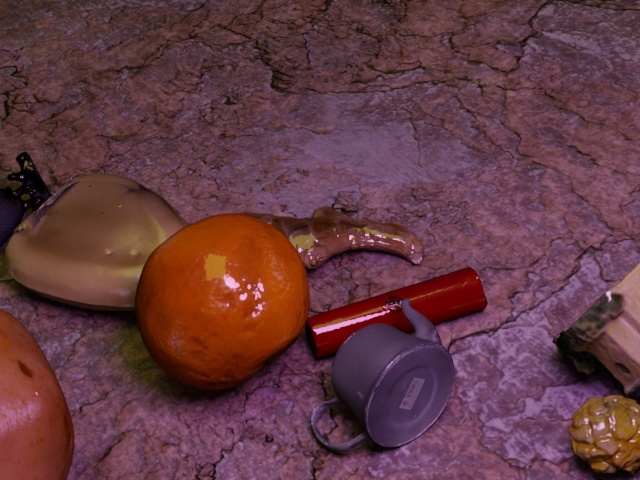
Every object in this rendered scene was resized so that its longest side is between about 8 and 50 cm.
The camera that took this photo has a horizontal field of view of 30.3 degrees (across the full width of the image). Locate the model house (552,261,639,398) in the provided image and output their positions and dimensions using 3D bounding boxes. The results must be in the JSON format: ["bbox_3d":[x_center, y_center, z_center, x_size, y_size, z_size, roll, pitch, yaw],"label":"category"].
[{"bbox_3d":[0.524,0.129,1.657,0.321,0.261,0.266,-40,75,-18],"label":"model house"}]

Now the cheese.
[{"bbox_3d":[-0.330,0.011,1.917,0.316,0.128,0.259,15,56,28],"label":"cheese"}]

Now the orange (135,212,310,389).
[{"bbox_3d":[-0.142,0.088,1.719,0.261,0.261,0.261,-3,45,3],"label":"orange"}]

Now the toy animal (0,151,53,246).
[{"bbox_3d":[-0.560,-0.048,2.021,0.210,0.121,0.117,-34,32,-17],"label":"toy animal"}]

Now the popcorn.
[{"bbox_3d":[0.391,0.264,1.600,0.121,0.116,0.106,-34,9,-27],"label":"popcorn"}]

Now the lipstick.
[{"bbox_3d":[0.115,0.110,1.801,0.280,0.073,0.073,-17,46,-11],"label":"lipstick"}]

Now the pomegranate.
[{"bbox_3d":[-0.515,0.262,1.522,0.412,0.411,0.411,-3,45,3],"label":"pomegranate"}]

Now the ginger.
[{"bbox_3d":[0.000,0.000,1.923,0.334,0.081,0.148,-3,29,2],"label":"ginger"}]

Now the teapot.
[{"bbox_3d":[0.076,0.194,1.678,0.149,0.162,0.239,34,87,43],"label":"teapot"}]
